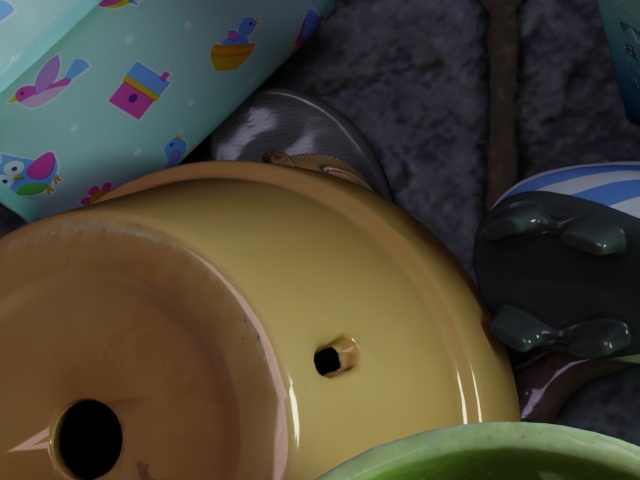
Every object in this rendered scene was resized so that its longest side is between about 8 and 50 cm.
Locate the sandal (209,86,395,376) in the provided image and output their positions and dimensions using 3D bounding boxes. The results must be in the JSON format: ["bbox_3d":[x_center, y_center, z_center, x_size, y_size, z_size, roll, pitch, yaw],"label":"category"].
[{"bbox_3d":[0.000,0.000,1.027,0.090,0.060,0.219,-24,62,6],"label":"sandal"}]

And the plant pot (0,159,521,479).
[{"bbox_3d":[-0.068,0.094,0.907,0.290,0.203,0.291,-3,82,20],"label":"plant pot"}]

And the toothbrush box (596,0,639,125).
[{"bbox_3d":[0.246,-0.110,0.871,0.216,0.295,0.126,32,83,24],"label":"toothbrush box"}]

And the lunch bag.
[{"bbox_3d":[-0.149,-0.147,1.002,0.223,0.262,0.160,-43,51,-3],"label":"lunch bag"}]

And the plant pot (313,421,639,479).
[{"bbox_3d":[0.107,0.236,0.806,0.276,0.254,0.276,-7,71,20],"label":"plant pot"}]

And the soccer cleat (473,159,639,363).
[{"bbox_3d":[0.230,0.016,0.887,0.331,0.143,0.116,15,119,36],"label":"soccer cleat"}]

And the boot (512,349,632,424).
[{"bbox_3d":[0.120,0.114,0.970,0.106,0.037,0.114,-16,66,20],"label":"boot"}]
